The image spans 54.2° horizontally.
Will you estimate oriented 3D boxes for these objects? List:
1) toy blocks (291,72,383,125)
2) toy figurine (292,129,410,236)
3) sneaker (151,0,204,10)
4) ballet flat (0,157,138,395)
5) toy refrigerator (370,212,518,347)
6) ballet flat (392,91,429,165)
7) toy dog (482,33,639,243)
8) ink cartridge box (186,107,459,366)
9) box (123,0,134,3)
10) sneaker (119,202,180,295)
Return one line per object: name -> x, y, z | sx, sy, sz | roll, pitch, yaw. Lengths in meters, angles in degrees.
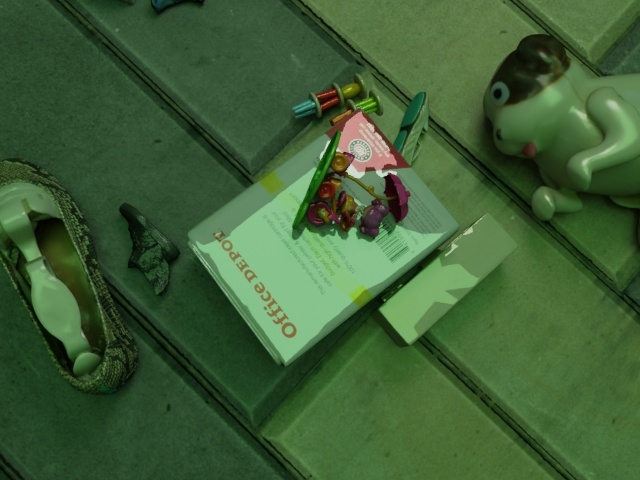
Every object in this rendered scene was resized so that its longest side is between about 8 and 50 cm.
toy blocks -> 0.029, -0.254, 1.198 | 0.148, 0.054, 0.123 | -24, 46, -8
toy figurine -> 0.061, -0.064, 1.000 | 0.159, 0.130, 0.173 | 25, 98, -7
sneaker -> -0.265, -0.505, 1.246 | 0.162, 0.063, 0.073 | -36, 86, -9
ballet flat -> -0.462, 0.041, 1.063 | 0.164, 0.182, 0.483 | -29, 82, -8
toy refrigerator -> 0.220, 0.071, 1.141 | 0.269, 0.102, 0.094 | -41, 84, -10
ballet flat -> 0.181, -0.210, 1.228 | 0.052, 0.057, 0.168 | 30, 81, -26
toy dog -> 0.499, -0.219, 1.131 | 0.407, 0.284, 0.396 | 18, 78, 2
ink cartridge box -> 0.000, 0.000, 1.111 | 0.384, 0.160, 0.279 | -36, 83, -11
box -> -0.407, -0.543, 1.231 | 0.101, 0.087, 0.101 | 18, 78, -1
sneaker -> -0.326, 0.015, 1.143 | 0.170, 0.051, 0.089 | 42, 75, 2
